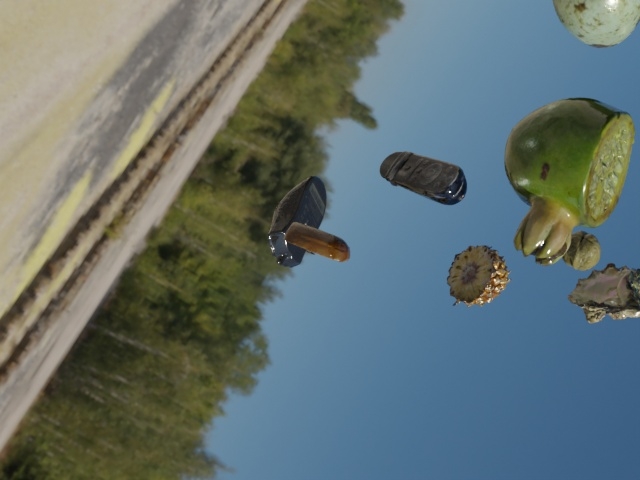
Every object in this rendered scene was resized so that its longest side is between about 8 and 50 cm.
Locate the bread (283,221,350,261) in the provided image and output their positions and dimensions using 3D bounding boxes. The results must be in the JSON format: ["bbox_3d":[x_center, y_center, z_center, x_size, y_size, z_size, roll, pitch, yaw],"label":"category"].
[{"bbox_3d":[0.000,0.000,1.658,0.126,0.129,0.044,-24,131,-79],"label":"bread"}]

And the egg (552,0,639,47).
[{"bbox_3d":[0.513,-0.447,1.593,0.169,0.169,0.231,-61,144,-21],"label":"egg"}]

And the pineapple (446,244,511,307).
[{"bbox_3d":[0.434,0.104,2.281,0.176,0.137,0.161,-49,-142,28],"label":"pineapple"}]

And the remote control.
[{"bbox_3d":[0.221,-0.134,1.876,0.090,0.066,0.266,-45,-148,-11],"label":"remote control"}]

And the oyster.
[{"bbox_3d":[0.753,0.132,2.247,0.198,0.092,0.259,-32,-171,-4],"label":"oyster"}]

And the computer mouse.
[{"bbox_3d":[-0.069,-0.047,2.217,0.264,0.088,0.147,-66,147,-32],"label":"computer mouse"}]

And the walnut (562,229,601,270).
[{"bbox_3d":[0.570,0.023,1.902,0.092,0.092,0.092,-57,-172,12],"label":"walnut"}]

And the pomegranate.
[{"bbox_3d":[0.350,-0.093,1.283,0.190,0.159,0.241,-12,113,-52],"label":"pomegranate"}]
